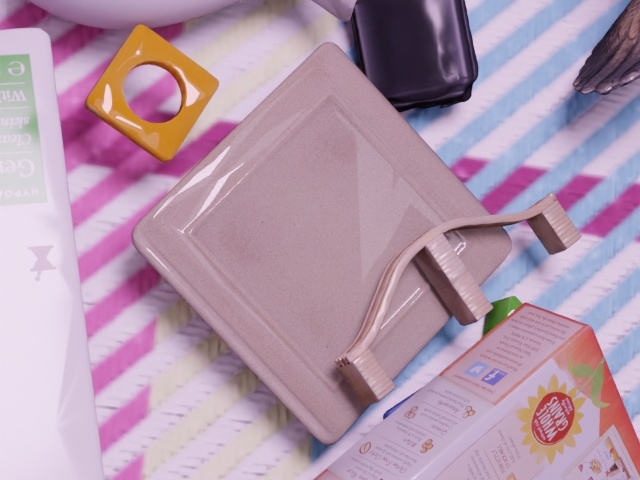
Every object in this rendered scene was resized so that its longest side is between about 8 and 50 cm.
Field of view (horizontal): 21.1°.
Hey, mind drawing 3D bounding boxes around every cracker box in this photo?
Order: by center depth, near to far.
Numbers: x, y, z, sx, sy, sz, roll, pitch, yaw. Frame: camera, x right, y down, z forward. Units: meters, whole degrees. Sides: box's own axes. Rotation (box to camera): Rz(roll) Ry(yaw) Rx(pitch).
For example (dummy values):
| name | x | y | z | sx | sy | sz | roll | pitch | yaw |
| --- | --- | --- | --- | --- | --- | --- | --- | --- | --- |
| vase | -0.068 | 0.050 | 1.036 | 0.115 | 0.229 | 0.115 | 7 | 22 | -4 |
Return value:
| name | x | y | z | sx | sy | sz | roll | pitch | yaw |
| --- | --- | --- | --- | --- | --- | --- | --- | --- | --- |
| cracker box | 0.087 | 0.169 | 1.021 | 0.232 | 0.067 | 0.155 | -38 | 120 | -22 |

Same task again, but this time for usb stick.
| name | x | y | z | sx | sy | sz | roll | pitch | yaw |
| --- | --- | --- | --- | --- | --- | --- | --- | --- | --- |
| usb stick | 0.044 | -0.221 | 1.117 | 0.077 | 0.045 | 0.278 | -10 | 91 | 13 |

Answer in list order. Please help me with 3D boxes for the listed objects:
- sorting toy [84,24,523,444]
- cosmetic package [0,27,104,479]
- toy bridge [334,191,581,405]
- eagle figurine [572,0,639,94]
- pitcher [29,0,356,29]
| name | x | y | z | sx | sy | sz | roll | pitch | yaw |
| --- | --- | --- | --- | --- | --- | --- | --- | --- | --- |
| sorting toy | 0.000 | 0.000 | 1.075 | 0.347 | 0.047 | 0.196 | 47 | 67 | -8 |
| cosmetic package | -0.228 | 0.084 | 0.938 | 0.197 | 0.155 | 0.365 | -6 | 77 | -18 |
| toy bridge | 0.081 | 0.022 | 1.063 | 0.188 | 0.026 | 0.063 | -37 | 94 | -24 |
| eagle figurine | 0.306 | -0.214 | 1.126 | 0.298 | 0.225 | 0.226 | -4 | 89 | -25 |
| pitcher | -0.091 | -0.211 | 1.077 | 0.207 | 0.125 | 0.177 | -2 | 47 | -18 |
